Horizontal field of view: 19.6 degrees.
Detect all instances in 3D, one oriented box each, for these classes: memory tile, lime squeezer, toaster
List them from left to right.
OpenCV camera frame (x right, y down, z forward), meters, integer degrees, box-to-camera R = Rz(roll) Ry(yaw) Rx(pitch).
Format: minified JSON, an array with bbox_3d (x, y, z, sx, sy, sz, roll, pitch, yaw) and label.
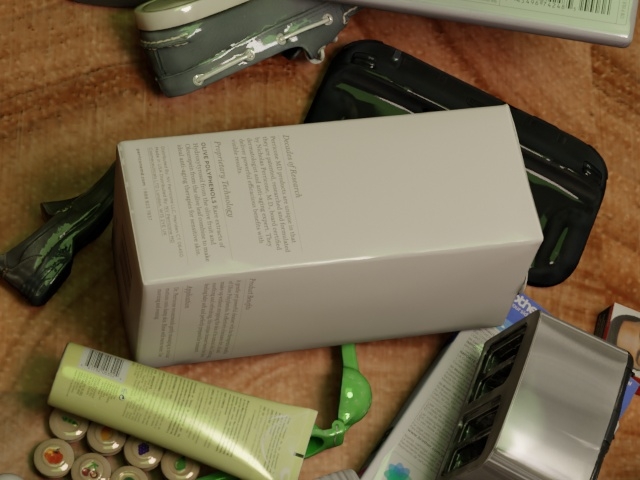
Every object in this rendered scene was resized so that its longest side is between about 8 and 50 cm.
[{"bbox_3d":[-0.179,0.186,1.701,0.148,0.012,0.113,20,62,2],"label":"memory tile"},{"bbox_3d":[-0.021,0.157,1.753,0.110,0.059,0.310,40,65,0],"label":"lime squeezer"},{"bbox_3d":[0.194,0.169,1.678,0.110,0.185,0.168,27,65,-10],"label":"toaster"}]

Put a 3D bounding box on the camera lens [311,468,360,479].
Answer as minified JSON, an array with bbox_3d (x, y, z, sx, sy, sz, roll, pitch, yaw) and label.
[{"bbox_3d":[-0.004,0.363,1.588,0.219,0.219,0.274,-22,78,-23],"label":"camera lens"}]

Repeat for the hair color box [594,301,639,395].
[{"bbox_3d":[0.346,0.124,1.886,0.141,0.043,0.072,21,66,-8],"label":"hair color box"}]

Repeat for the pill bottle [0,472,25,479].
[{"bbox_3d":[-0.265,0.278,1.594,0.221,0.121,0.121,42,64,1],"label":"pill bottle"}]

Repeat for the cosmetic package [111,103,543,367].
[{"bbox_3d":[0.000,0.000,1.711,0.365,0.197,0.155,-7,63,-13],"label":"cosmetic package"}]

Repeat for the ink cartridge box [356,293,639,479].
[{"bbox_3d":[0.159,0.208,1.786,0.185,0.065,0.311,37,66,-1],"label":"ink cartridge box"}]

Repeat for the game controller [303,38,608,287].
[{"bbox_3d":[0.138,-0.079,1.899,0.319,0.067,0.166,26,79,-6],"label":"game controller"}]

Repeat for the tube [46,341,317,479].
[{"bbox_3d":[-0.127,0.160,1.687,0.240,0.062,0.070,18,103,-4],"label":"tube"}]

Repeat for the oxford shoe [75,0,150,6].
[{"bbox_3d":[-0.171,-0.291,1.880,0.212,0.076,0.076,-16,38,-14],"label":"oxford shoe"}]

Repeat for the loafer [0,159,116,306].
[{"bbox_3d":[-0.239,-0.019,1.751,0.061,0.062,0.170,35,63,3],"label":"loafer"}]

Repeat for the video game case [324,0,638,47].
[{"bbox_3d":[0.163,-0.359,1.817,0.329,0.036,0.300,9,83,4],"label":"video game case"}]

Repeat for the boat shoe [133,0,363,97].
[{"bbox_3d":[-0.036,-0.225,1.883,0.319,0.116,0.099,-18,108,-26],"label":"boat shoe"}]
